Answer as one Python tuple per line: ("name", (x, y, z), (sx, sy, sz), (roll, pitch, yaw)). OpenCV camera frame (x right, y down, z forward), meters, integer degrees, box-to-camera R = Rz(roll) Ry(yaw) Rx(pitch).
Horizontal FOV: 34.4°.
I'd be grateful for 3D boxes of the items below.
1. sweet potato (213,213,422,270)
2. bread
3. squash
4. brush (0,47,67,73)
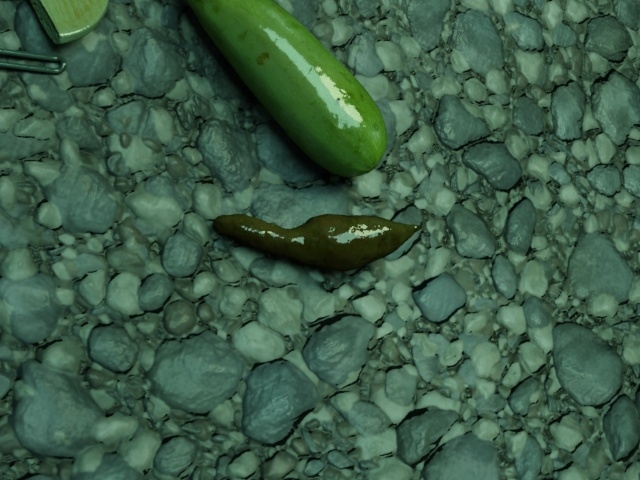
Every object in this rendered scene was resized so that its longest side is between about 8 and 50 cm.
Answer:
("sweet potato", (-0.002, 0.002, 1.316), (0.269, 0.075, 0.075), (2, 68, -11))
("bread", (-0.330, -0.335, 1.312), (0.112, 0.036, 0.193), (-24, 78, -37))
("squash", (-0.051, -0.234, 1.363), (0.370, 0.118, 0.118), (48, 57, 1))
("brush", (-0.433, -0.220, 1.222), (0.266, 0.027, 0.062), (3, 69, -30))
